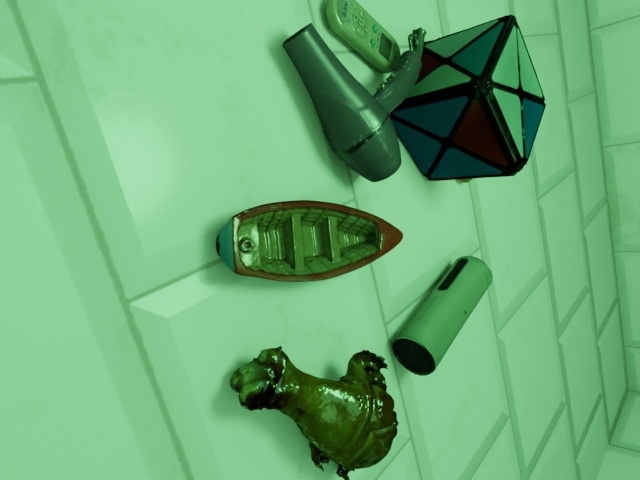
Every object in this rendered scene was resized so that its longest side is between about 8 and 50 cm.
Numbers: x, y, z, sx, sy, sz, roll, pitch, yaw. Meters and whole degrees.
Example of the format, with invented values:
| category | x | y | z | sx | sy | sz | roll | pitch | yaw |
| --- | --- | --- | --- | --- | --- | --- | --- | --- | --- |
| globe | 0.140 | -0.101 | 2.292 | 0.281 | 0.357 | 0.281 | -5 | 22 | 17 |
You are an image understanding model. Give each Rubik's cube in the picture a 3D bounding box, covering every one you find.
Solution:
| category | x | y | z | sx | sy | sz | roll | pitch | yaw |
| --- | --- | --- | --- | --- | --- | --- | --- | --- | --- |
| Rubik's cube | 0.331 | -0.304 | 1.039 | 0.246 | 0.248 | 0.250 | 49 | 57 | -34 |

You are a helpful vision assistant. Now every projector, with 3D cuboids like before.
| category | x | y | z | sx | sy | sz | roll | pitch | yaw |
| --- | --- | --- | --- | --- | --- | --- | --- | --- | --- |
| projector | 0.296 | 0.166 | 1.089 | 0.337 | 0.108 | 0.108 | -41 | 117 | -39 |

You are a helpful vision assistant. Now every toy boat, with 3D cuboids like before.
| category | x | y | z | sx | sy | sz | roll | pitch | yaw |
| --- | --- | --- | --- | --- | --- | --- | --- | --- | --- |
| toy boat | 0.000 | 0.000 | 0.808 | 0.392 | 0.079 | 0.136 | -3 | 89 | -45 |

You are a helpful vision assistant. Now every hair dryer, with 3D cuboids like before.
| category | x | y | z | sx | sy | sz | roll | pitch | yaw |
| --- | --- | --- | --- | --- | --- | --- | --- | --- | --- |
| hair dryer | 0.107 | -0.325 | 0.896 | 0.301 | 0.121 | 0.361 | 52 | 57 | -25 |

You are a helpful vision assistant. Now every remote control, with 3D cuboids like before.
| category | x | y | z | sx | sy | sz | roll | pitch | yaw |
| --- | --- | --- | --- | --- | --- | --- | --- | --- | --- |
| remote control | 0.089 | -0.417 | 0.940 | 0.221 | 0.042 | 0.078 | 20 | 74 | -45 |

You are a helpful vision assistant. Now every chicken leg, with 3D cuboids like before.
| category | x | y | z | sx | sy | sz | roll | pitch | yaw |
| --- | --- | --- | --- | --- | --- | --- | --- | --- | --- |
| chicken leg | 0.031 | 0.272 | 0.789 | 0.211 | 0.140 | 0.361 | -53 | 128 | -23 |

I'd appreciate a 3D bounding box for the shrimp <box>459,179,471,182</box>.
| category | x | y | z | sx | sy | sz | roll | pitch | yaw |
| --- | --- | --- | --- | --- | --- | --- | --- | --- | --- |
| shrimp | 0.402 | -0.247 | 1.259 | 0.101 | 0.042 | 0.190 | 27 | 71 | -34 |
